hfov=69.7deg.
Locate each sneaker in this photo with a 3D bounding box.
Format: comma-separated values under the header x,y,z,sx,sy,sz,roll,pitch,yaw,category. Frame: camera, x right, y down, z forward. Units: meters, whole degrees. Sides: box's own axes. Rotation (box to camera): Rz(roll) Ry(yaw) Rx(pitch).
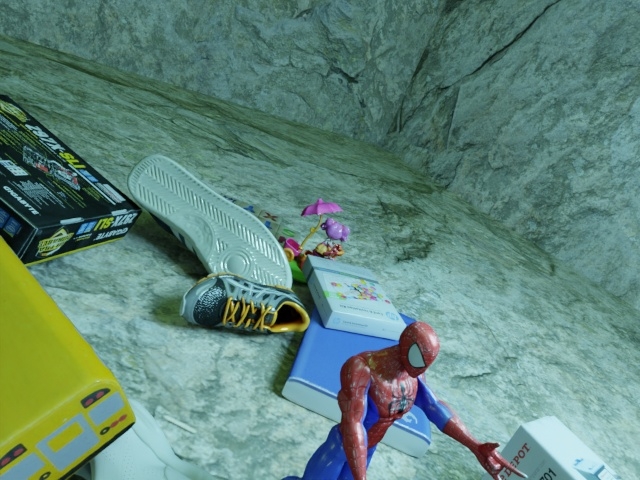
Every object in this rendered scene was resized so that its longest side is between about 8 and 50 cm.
x,y,z,sx,sy,sz,roll,pitch,yaw,category
-0.107,0.103,0.700,0.214,0.084,0.083,6,15,-38,sneaker
-0.189,-0.014,0.849,0.350,0.131,0.148,44,-9,4,sneaker
-0.149,0.234,0.399,0.212,0.080,0.094,27,32,28,sneaker

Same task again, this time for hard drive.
x,y,z,sx,sy,sz,roll,pitch,yaw,category
0.072,0.186,0.764,0.210,0.040,0.319,24,21,1,hard drive

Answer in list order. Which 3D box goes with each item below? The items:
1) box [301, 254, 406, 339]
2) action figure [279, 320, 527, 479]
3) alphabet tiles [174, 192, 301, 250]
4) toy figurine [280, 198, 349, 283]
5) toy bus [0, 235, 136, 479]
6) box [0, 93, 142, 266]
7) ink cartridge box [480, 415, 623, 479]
x,y,z,sx,sy,sz,roll,pitch,yaw,category
0.054,0.100,0.839,0.145,0.038,0.186,15,24,-22,box
0.041,0.199,0.371,0.091,0.281,0.139,6,27,-37,action figure
-0.188,-0.027,1.037,0.285,0.011,0.343,22,21,-5,alphabet tiles
0.000,0.000,0.943,0.173,0.159,0.130,33,21,7,toy figurine
-0.316,0.083,0.437,0.332,0.130,0.108,35,53,27,toy bus
-0.472,-0.109,0.693,0.322,0.079,0.257,40,11,0,box
0.288,0.324,0.524,0.082,0.140,0.191,4,28,-36,ink cartridge box
